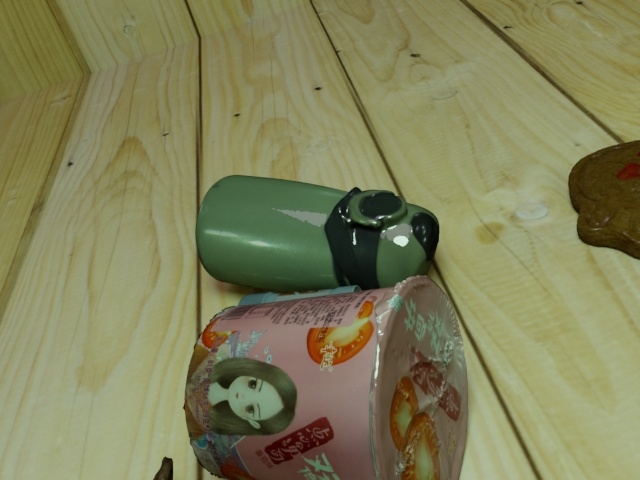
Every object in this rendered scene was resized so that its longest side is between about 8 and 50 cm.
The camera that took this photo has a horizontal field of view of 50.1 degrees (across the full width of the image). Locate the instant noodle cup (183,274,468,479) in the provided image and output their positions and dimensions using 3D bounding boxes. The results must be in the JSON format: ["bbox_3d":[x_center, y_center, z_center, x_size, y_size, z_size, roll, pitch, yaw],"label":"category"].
[{"bbox_3d":[0.006,0.160,0.705,0.231,0.243,0.243,-4,37,29],"label":"instant noodle cup"}]

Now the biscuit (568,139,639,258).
[{"bbox_3d":[0.486,-0.067,0.948,0.272,0.049,0.257,-1,39,25],"label":"biscuit"}]

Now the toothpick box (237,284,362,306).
[{"bbox_3d":[-0.022,0.112,0.885,0.153,0.101,0.101,-7,37,15],"label":"toothpick box"}]

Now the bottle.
[{"bbox_3d":[0.000,-0.001,0.975,0.346,0.169,0.168,7,42,27],"label":"bottle"}]

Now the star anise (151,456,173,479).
[{"bbox_3d":[-0.184,0.340,0.667,0.288,0.088,0.288,-14,35,10],"label":"star anise"}]
